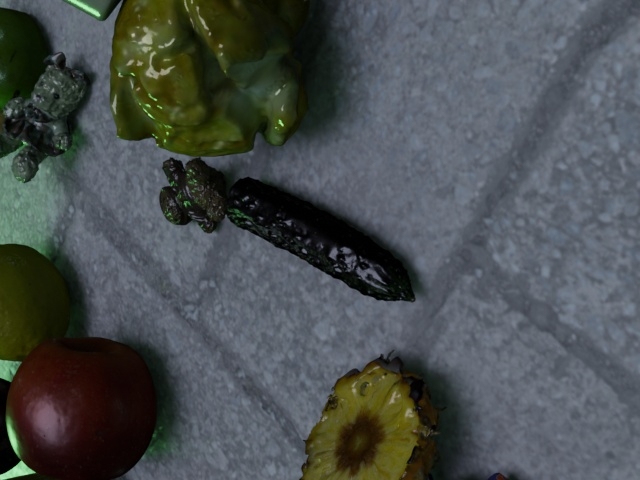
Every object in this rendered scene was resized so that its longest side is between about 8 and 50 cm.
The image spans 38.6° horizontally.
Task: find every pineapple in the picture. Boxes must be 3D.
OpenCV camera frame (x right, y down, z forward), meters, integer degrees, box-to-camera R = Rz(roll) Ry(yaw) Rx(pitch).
[{"bbox_3d":[0.064,0.237,1.038,0.224,0.076,0.225,-36,38,33],"label":"pineapple"}]

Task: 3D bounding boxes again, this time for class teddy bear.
[{"bbox_3d":[-0.441,-0.194,1.473,0.133,0.111,0.213,37,94,10],"label":"teddy bear"},{"bbox_3d":[-0.167,-0.068,1.256,0.160,0.078,0.119,-19,104,57],"label":"teddy bear"}]

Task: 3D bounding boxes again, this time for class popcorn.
[{"bbox_3d":[-0.128,-0.233,1.081,0.225,0.276,0.277,0,96,4],"label":"popcorn"}]

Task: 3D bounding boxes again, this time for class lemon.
[{"bbox_3d":[-0.504,0.103,1.495,0.248,0.184,0.184,40,119,19],"label":"lemon"}]

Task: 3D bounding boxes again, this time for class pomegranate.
[{"bbox_3d":[-0.571,-0.275,1.531,0.190,0.159,0.241,44,126,30],"label":"pomegranate"}]

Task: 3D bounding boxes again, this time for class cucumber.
[{"bbox_3d":[0.000,-0.002,1.115,0.300,0.072,0.072,27,112,35],"label":"cucumber"}]

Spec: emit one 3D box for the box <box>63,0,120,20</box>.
[{"bbox_3d":[-0.167,-0.469,1.055,0.367,0.090,0.373,-51,18,31],"label":"box"}]

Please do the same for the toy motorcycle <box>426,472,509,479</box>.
[{"bbox_3d":[0.162,0.308,1.002,0.205,0.076,0.114,-4,83,43],"label":"toy motorcycle"}]

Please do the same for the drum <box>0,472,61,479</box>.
[{"bbox_3d":[-0.573,0.516,1.438,0.431,0.431,0.214,-19,81,41],"label":"drum"}]

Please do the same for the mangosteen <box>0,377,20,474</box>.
[{"bbox_3d":[-0.611,0.337,1.579,0.194,0.230,0.194,32,142,29],"label":"mangosteen"}]

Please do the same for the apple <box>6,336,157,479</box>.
[{"bbox_3d":[-0.353,0.250,1.354,0.218,0.218,0.201,12,95,40],"label":"apple"}]
